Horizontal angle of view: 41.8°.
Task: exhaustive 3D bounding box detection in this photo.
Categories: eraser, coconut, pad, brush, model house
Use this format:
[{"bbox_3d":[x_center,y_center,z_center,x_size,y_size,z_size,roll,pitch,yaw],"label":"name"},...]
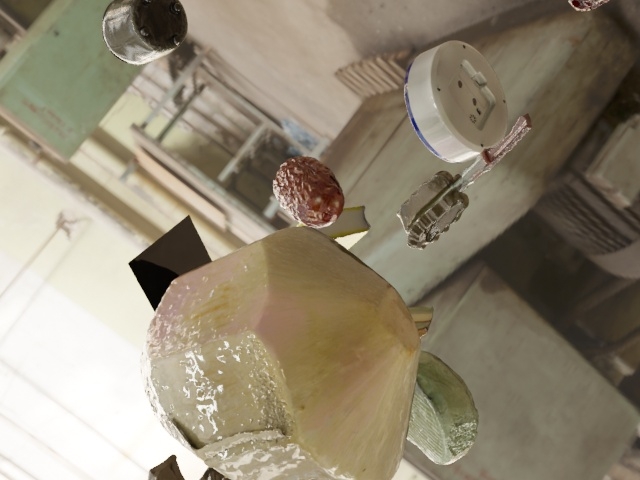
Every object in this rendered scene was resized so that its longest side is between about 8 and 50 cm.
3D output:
[{"bbox_3d":[0.000,0.000,1.929,0.226,0.158,0.069,-46,61,60],"label":"eraser"},{"bbox_3d":[-0.031,0.154,1.018,0.353,0.352,0.352,36,171,7],"label":"coconut"},{"bbox_3d":[-0.181,0.077,1.159,0.004,0.127,0.190,-6,117,40],"label":"pad"},{"bbox_3d":[0.224,-0.092,1.289,0.071,0.084,0.301,10,142,-31],"label":"brush"},{"bbox_3d":[-0.225,0.494,1.579,0.229,0.122,0.188,29,-155,-13],"label":"model house"}]

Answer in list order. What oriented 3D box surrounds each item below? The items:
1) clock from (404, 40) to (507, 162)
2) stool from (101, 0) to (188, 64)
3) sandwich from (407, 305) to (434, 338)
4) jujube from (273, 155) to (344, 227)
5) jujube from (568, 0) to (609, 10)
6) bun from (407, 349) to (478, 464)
[{"bbox_3d":[0.268,-0.269,1.627,0.083,0.230,0.230,-18,130,45],"label":"clock"},{"bbox_3d":[-0.231,-0.286,1.114,0.096,0.096,0.110,42,160,-30],"label":"stool"},{"bbox_3d":[0.128,0.185,1.494,0.163,0.079,0.113,-6,119,18],"label":"sandwich"},{"bbox_3d":[-0.019,-0.089,1.564,0.176,0.109,0.112,43,148,52],"label":"jujube"},{"bbox_3d":[0.493,-0.453,1.474,0.077,0.077,0.129,38,138,-11],"label":"jujube"},{"bbox_3d":[0.205,0.298,1.547,0.221,0.108,0.221,46,150,37],"label":"bun"}]
